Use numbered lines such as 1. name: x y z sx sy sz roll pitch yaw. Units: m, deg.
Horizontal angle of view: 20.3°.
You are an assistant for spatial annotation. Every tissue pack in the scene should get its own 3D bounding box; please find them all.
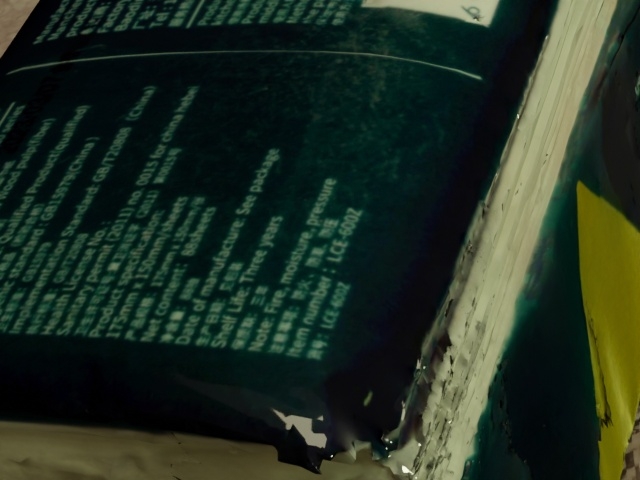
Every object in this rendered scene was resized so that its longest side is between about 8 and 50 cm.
1. tissue pack: 0.000 0.000 0.763 0.264 0.253 0.416 0 42 24
